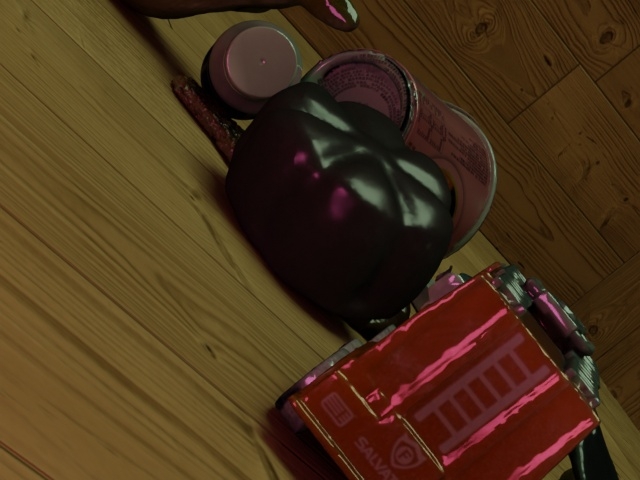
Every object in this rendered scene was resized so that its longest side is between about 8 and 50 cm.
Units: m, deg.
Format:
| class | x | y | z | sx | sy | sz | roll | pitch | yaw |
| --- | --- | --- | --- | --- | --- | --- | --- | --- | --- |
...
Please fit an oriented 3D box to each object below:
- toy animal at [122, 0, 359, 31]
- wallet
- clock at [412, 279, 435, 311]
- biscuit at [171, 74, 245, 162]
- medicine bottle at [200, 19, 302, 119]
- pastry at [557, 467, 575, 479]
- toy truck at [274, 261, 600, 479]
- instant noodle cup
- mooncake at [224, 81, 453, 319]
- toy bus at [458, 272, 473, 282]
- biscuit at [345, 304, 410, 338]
| class | x | y | z | sx | sy | sz | roll | pitch | yaw |
| --- | --- | --- | --- | --- | --- | --- | --- | --- | --- |
| toy animal | -0.071 | -0.341 | 1.697 | 0.180 | 0.363 | 0.181 | -69 | 158 | -62 |
| wallet | 0.286 | 0.252 | 1.485 | 0.323 | 0.041 | 0.247 | -87 | 158 | -46 |
| clock | 0.190 | 0.105 | 2.018 | 0.172 | 0.064 | 0.198 | 51 | 8 | -1 |
| biscuit | -0.077 | -0.088 | 1.613 | 0.237 | 0.026 | 0.131 | 47 | 8 | -24 |
| medicine bottle | -0.079 | -0.196 | 1.653 | 0.107 | 0.107 | 0.191 | 49 | -6 | -7 |
| pastry | 0.354 | 0.352 | 1.710 | 0.192 | 0.093 | 0.182 | 51 | 6 | 9 |
| toy truck | 0.116 | 0.116 | 1.136 | 0.173 | 0.207 | 0.387 | 51 | 9 | 5 |
| instant noodle cup | 0.074 | -0.111 | 1.756 | 0.244 | 0.244 | 0.255 | 55 | 7 | 27 |
| mooncake | 0.022 | -0.043 | 1.435 | 0.245 | 0.133 | 0.245 | 30 | 27 | -17 |
| toy bus | 0.163 | 0.125 | 1.515 | 0.128 | 0.147 | 0.256 | 28 | 8 | 7 |
| biscuit | 0.036 | 0.015 | 1.575 | 0.212 | 0.036 | 0.212 | 46 | 25 | -28 |
